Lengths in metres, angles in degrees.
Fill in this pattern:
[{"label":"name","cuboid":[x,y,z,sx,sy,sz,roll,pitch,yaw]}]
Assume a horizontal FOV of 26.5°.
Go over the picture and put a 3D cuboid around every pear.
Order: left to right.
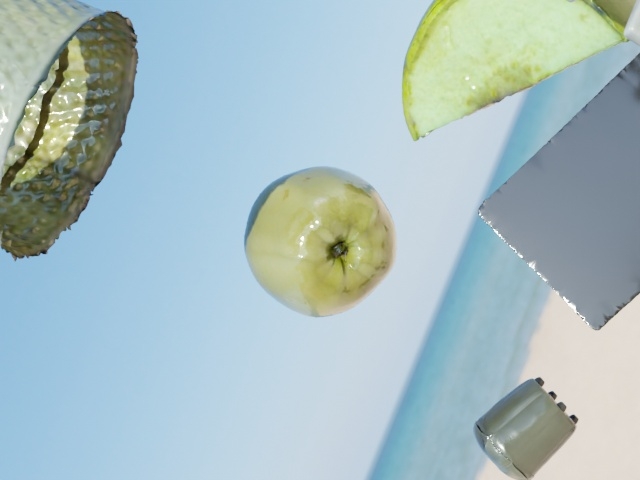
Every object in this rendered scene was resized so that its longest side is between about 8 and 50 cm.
[{"label":"pear","cuboid":[0.227,-0.238,1.443,0.288,0.139,0.239,-24,1,40]}]

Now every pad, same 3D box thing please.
[{"label":"pad","cuboid":[0.288,-0.063,1.224,0.265,0.159,0.009,-44,-16,6]}]

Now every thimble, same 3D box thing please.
[{"label":"thimble","cuboid":[-0.309,-0.133,1.369,0.271,0.150,0.271,23,-90,-80]}]

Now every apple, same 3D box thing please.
[{"label":"apple","cuboid":[0.000,0.000,1.643,0.200,0.200,0.200,22,-90,-85]}]

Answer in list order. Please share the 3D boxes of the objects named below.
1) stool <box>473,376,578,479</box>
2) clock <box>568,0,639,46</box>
[{"label":"stool","cuboid":[0.243,0.223,1.612,0.110,0.096,0.096,-44,-5,3]},{"label":"clock","cuboid":[0.276,-0.250,1.046,0.116,0.262,0.231,-61,4,-16]}]
